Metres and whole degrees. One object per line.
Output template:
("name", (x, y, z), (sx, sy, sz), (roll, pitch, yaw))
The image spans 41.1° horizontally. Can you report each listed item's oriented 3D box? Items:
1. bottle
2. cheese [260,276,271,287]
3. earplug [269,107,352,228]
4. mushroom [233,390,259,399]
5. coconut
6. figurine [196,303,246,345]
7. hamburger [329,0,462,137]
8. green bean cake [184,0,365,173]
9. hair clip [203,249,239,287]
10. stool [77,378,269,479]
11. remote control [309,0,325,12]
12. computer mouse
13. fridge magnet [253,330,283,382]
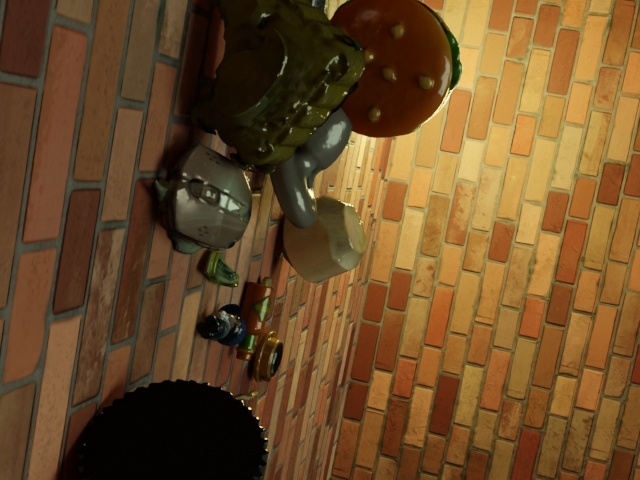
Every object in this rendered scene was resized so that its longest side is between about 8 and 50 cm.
("bottle", (-0.164, 0.196, 2.052), (0.069, 0.069, 0.187), (37, 66, -77))
("cheese", (-0.143, 0.130, 2.171), (0.044, 0.030, 0.083), (-74, 174, -47))
("earplug", (-0.032, -0.191, 2.027), (0.214, 0.175, 0.325), (39, 64, -74))
("mushroom", (-0.200, 0.409, 2.213), (0.028, 0.026, 0.286), (-63, 171, 6))
("coconut", (-0.001, -0.003, 2.289), (0.241, 0.241, 0.241), (12, 90, -78))
("figurine", (-0.209, 0.185, 1.835), (0.086, 0.087, 0.149), (-41, 170, 8))
("hamburger", (0.181, -0.468, 2.249), (0.277, 0.396, 0.395), (-38, 139, -71))
("green bean cake", (-0.112, -0.300, 1.488), (0.310, 0.285, 0.202), (-49, 174, 14))
("hair clip", (-0.211, 0.062, 1.794), (0.188, 0.033, 0.060), (55, 46, -70))
("stool", (-0.245, 0.453, 1.443), (0.297, 0.297, 0.330), (-63, 164, -51))
("remote control", (-0.014, -0.570, 2.058), (0.107, 0.044, 0.377), (-29, 130, -79))
("computer mouse", (-0.199, -0.073, 1.544), (0.389, 0.115, 0.199), (42, 58, -77))
("fridge magnet", (-0.141, 0.312, 2.279), (0.143, 0.063, 0.143), (15, 90, -77))
